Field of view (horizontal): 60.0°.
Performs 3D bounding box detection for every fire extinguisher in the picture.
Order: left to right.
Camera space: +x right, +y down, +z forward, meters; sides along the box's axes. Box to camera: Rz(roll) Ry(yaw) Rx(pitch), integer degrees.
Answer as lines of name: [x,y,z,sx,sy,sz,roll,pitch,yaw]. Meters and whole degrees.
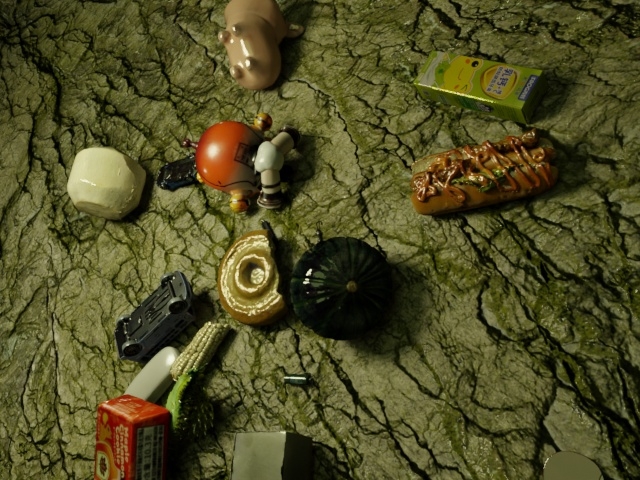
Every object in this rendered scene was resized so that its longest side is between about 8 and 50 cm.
fire extinguisher: [-0.049,0.344,1.383,0.083,0.025,0.038,-5,43,30]

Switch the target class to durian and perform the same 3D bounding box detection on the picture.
durian: [-0.346,0.449,1.454,0.132,0.107,0.375,47,118,46]

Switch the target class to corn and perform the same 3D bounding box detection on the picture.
corn: [-0.337,0.306,1.542,0.087,0.087,0.210,27,82,37]

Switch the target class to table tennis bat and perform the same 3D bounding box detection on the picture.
table tennis bat: [0.487,0.447,1.011,0.158,0.014,0.095,17,76,38]

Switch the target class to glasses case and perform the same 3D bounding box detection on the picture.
glasses case: [-0.486,0.409,1.600,0.233,0.059,0.092,-50,54,2]

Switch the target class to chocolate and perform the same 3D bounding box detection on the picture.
chocolate: [-0.501,0.546,1.460,0.235,0.108,0.237,1,86,44]

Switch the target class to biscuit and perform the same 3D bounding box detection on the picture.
biscuit: [-0.192,0.113,1.526,0.213,0.091,0.274,-32,62,18]

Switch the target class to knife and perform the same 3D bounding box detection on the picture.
knife: [-0.150,-0.013,1.615,0.031,0.018,0.121,-34,53,12]

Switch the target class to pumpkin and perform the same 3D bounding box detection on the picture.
pumpkin: [0.049,0.113,1.330,0.250,0.216,0.249,0,86,3]

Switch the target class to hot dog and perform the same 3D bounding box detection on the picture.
hot dog: [0.368,-0.159,1.298,0.349,0.117,0.158,-9,65,28]

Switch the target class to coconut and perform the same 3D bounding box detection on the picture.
coconut: [-0.740,-0.210,1.935,0.245,0.245,0.247,-4,66,30]

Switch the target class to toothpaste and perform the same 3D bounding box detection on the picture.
toothpaste: [0.400,-0.396,1.413,0.327,0.077,0.110,27,84,37]

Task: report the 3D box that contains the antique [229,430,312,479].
antique: [-0.106,0.519,1.259,0.147,0.148,0.151,-10,63,27]

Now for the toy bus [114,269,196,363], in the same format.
toy bus: [-0.470,0.228,1.630,0.292,0.133,0.125,-42,48,11]

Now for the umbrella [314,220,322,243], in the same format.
umbrella: [-0.003,0.000,1.520,0.022,0.013,0.122,-7,62,5]

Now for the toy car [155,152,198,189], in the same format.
toy car: [-0.474,-0.228,1.885,0.216,0.063,0.103,-13,62,33]

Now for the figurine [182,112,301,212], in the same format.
figurine: [-0.240,-0.248,1.665,0.323,0.196,0.320,11,80,24]

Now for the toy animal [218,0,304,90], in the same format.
toy animal: [-0.212,-0.663,1.836,0.237,0.269,0.326,-7,97,30]
